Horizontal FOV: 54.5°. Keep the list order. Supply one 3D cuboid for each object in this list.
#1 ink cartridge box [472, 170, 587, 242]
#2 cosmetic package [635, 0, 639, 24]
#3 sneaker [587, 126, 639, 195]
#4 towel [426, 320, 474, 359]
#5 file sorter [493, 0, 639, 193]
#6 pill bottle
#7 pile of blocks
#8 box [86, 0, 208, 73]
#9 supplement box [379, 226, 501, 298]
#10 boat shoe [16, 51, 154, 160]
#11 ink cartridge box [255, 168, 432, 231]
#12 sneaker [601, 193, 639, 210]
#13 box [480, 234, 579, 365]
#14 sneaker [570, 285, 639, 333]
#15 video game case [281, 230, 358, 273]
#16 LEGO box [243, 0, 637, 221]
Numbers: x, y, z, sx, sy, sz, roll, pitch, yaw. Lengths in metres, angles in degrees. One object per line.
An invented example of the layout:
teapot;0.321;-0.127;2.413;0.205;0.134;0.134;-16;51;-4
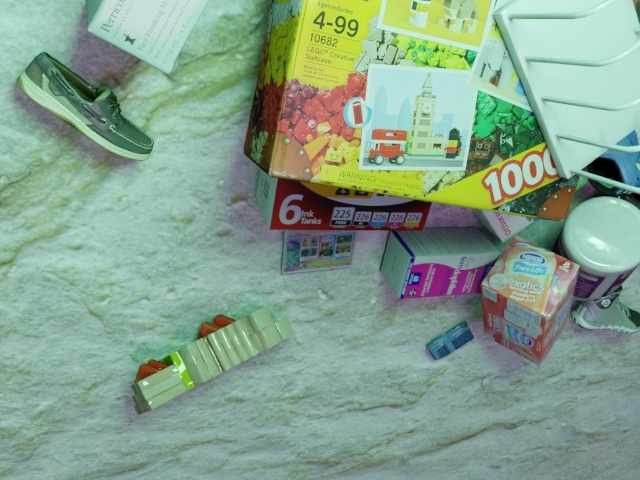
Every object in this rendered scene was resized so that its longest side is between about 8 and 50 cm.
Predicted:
ink cartridge box;0.419;-0.122;1.299;0.219;0.092;0.160;-38;127;8
cosmetic package;0.654;-0.431;1.153;0.107;0.127;0.238;-39;129;6
sneaker;0.634;-0.151;1.304;0.330;0.130;0.147;29;93;-30
towel;0.329;0.257;1.567;0.120;0.029;0.067;-32;129;3
file sorter;0.402;-0.230;0.821;0.193;0.173;0.277;-37;116;-6
pill bottle;0.603;0.035;1.375;0.169;0.169;0.301;-28;157;0
pile of blocks;-0.241;0.233;1.313;0.362;0.149;0.112;-26;85;-13
box;-0.226;-0.356;0.847;0.119;0.181;0.181;23;113;-32
supplement box;0.258;0.046;1.345;0.220;0.114;0.111;-3;123;-20
boat shoe;-0.351;-0.206;0.969;0.224;0.080;0.073;32;113;-29
ink cartridge box;0.059;-0.162;1.118;0.310;0.130;0.271;0;122;-20
sneaker;0.767;-0.055;1.470;0.287;0.109;0.130;20;108;-32
box;0.462;0.141;1.380;0.142;0.154;0.300;-51;149;-15
sneaker;0.786;0.172;1.643;0.229;0.086;0.132;3;119;-21
video game case;0.000;0.000;1.278;0.157;0.019;0.143;-5;125;-18
LEGO box;0.171;-0.255;0.933;0.501;0.193;0.372;6;106;-21
